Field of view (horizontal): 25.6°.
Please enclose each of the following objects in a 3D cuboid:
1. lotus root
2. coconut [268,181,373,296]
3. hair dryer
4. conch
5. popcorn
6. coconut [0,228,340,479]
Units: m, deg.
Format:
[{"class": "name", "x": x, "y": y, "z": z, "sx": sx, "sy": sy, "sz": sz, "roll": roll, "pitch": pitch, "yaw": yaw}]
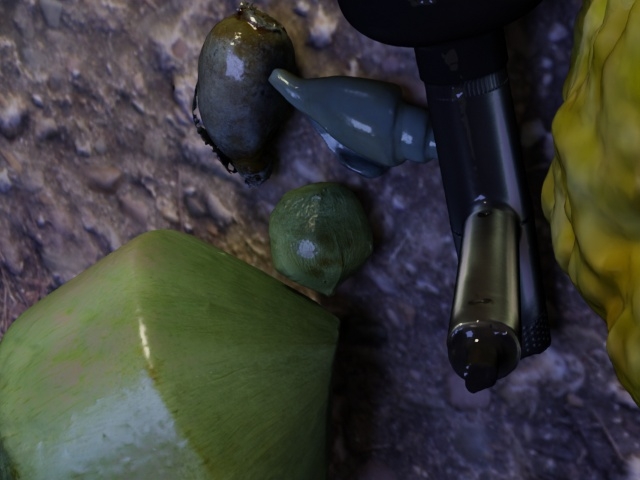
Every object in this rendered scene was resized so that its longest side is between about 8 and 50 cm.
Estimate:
[{"class": "lotus root", "x": -0.065, "y": -0.122, "z": 1.184, "sx": 0.088, "sy": 0.088, "sz": 0.165, "roll": 30, "pitch": 132, "yaw": 28}, {"class": "coconut", "x": 0.000, "y": 0.000, "z": 1.170, "sx": 0.088, "sy": 0.088, "sz": 0.096, "roll": -11, "pitch": 93, "yaw": 41}, {"class": "hair dryer", "x": 0.125, "y": -0.044, "z": 0.948, "sx": 0.156, "sy": 0.284, "sz": 0.320, "roll": -14, "pitch": 103, "yaw": -3}, {"class": "conch", "x": 0.042, "y": -0.093, "z": 1.122, "sx": 0.180, "sy": 0.088, "sz": 0.065, "roll": 23, "pitch": 76, "yaw": 17}, {"class": "popcorn", "x": 0.241, "y": -0.061, "z": 0.814, "sx": 0.294, "sy": 0.292, "sz": 0.334, "roll": -4, "pitch": 98, "yaw": 45}, {"class": "coconut", "x": -0.119, "y": 0.147, "z": 1.194, "sx": 0.329, "sy": 0.281, "sz": 0.328, "roll": -11, "pitch": 67, "yaw": 27}]
